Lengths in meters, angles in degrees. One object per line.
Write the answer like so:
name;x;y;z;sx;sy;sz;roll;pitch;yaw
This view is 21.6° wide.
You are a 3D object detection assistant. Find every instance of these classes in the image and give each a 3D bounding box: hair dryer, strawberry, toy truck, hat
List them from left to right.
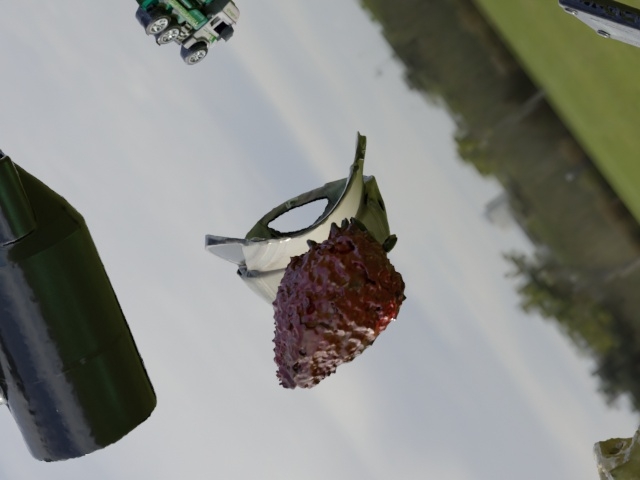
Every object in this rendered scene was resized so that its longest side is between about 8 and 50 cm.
hair dryer;-0.308;0.074;1.304;0.116;0.302;0.244;-112;1;-74
toy truck;-0.178;-0.316;2.144;0.110;0.116;0.216;56;-172;21
hat;-0.002;-0.004;1.980;0.161;0.232;0.275;50;172;9
strawberry;0.009;0.059;1.800;0.140;0.192;0.085;59;-179;27

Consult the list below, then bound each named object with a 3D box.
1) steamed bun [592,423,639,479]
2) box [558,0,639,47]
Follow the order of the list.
steamed bun;0.432;0.292;1.851;0.295;0.292;0.137;33;161;18
box;0.326;-0.225;1.775;0.125;0.027;0.126;27;-176;35
